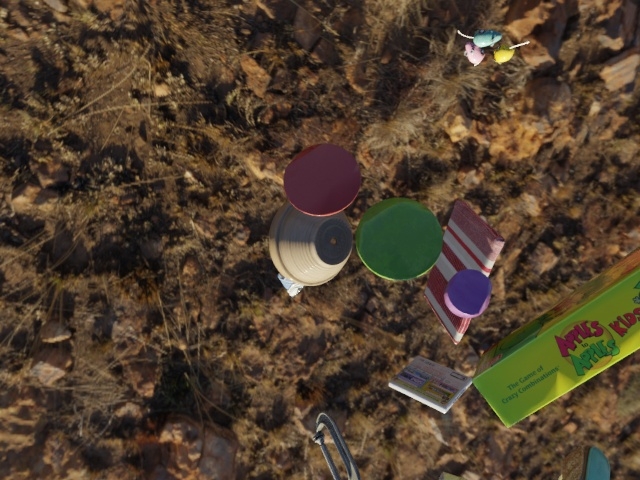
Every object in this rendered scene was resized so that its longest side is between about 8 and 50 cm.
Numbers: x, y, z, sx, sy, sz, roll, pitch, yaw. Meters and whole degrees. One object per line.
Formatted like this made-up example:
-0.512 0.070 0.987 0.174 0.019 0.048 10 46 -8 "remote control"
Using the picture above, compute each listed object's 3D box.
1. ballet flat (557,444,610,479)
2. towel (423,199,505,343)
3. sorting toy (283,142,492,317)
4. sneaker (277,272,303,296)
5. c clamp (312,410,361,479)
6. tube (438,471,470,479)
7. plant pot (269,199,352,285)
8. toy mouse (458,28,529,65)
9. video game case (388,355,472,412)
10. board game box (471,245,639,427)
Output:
0.351 0.366 0.693 0.206 0.073 0.067 -26 163 -51 "ballet flat"
0.385 0.083 1.385 0.037 0.237 0.329 5 118 -15 "towel"
0.101 -0.003 0.799 0.127 0.365 0.126 -49 166 -10 "sorting toy"
-0.051 0.081 1.430 0.081 0.080 0.211 46 128 2 "sneaker"
0.023 0.370 0.837 0.022 0.160 0.137 -12 149 -25 "c clamp"
0.384 0.588 1.129 0.240 0.062 0.070 18 89 8 "tube"
0.000 0.000 1.248 0.237 0.110 0.237 -4 96 -35 "plant pot"
0.388 -0.462 1.215 0.143 0.161 0.031 21 81 -15 "toy mouse"
0.371 0.478 1.701 0.193 0.212 0.023 -25 123 -44 "video game case"
0.205 0.062 0.380 0.181 0.043 0.092 -41 166 18 "board game box"
